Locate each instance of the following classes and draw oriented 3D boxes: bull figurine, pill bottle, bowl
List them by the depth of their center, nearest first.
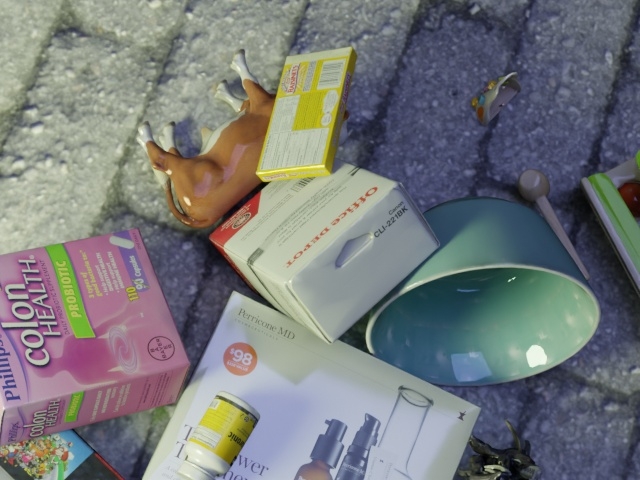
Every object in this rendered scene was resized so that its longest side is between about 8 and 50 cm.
[{"bbox_3d":[-0.131,0.255,1.642,0.065,0.065,0.116,32,72,0],"label":"pill bottle"},{"bbox_3d":[0.213,0.055,1.762,0.312,0.311,0.163,4,55,-9],"label":"bowl"},{"bbox_3d":[-0.106,-0.148,1.840,0.310,0.101,0.188,-39,77,-24],"label":"bull figurine"}]

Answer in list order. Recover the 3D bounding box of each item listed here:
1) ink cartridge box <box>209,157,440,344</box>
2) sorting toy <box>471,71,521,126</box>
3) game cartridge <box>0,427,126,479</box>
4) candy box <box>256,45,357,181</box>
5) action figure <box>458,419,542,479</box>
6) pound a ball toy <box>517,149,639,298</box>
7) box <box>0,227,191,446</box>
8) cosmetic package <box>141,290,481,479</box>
[{"bbox_3d":[0.000,0.000,1.707,0.197,0.273,0.114,-42,115,-10],"label":"ink cartridge box"},{"bbox_3d":[0.267,-0.223,1.941,0.045,0.075,0.083,44,71,3],"label":"sorting toy"},{"bbox_3d":[-0.396,0.318,1.639,0.355,0.068,0.230,41,68,11],"label":"game cartridge"},{"bbox_3d":[-0.017,-0.173,1.766,0.105,0.027,0.205,-6,55,29],"label":"candy box"},{"bbox_3d":[0.233,0.366,1.690,0.164,0.141,0.275,48,61,-32],"label":"action figure"},{"bbox_3d":[0.451,0.004,1.901,0.208,0.136,0.319,-29,80,9],"label":"pound a ball toy"},{"bbox_3d":[-0.321,0.120,1.669,0.243,0.117,0.213,-12,62,-23],"label":"box"},{"bbox_3d":[-0.011,0.278,1.741,0.377,0.097,0.284,25,69,-2],"label":"cosmetic package"}]
